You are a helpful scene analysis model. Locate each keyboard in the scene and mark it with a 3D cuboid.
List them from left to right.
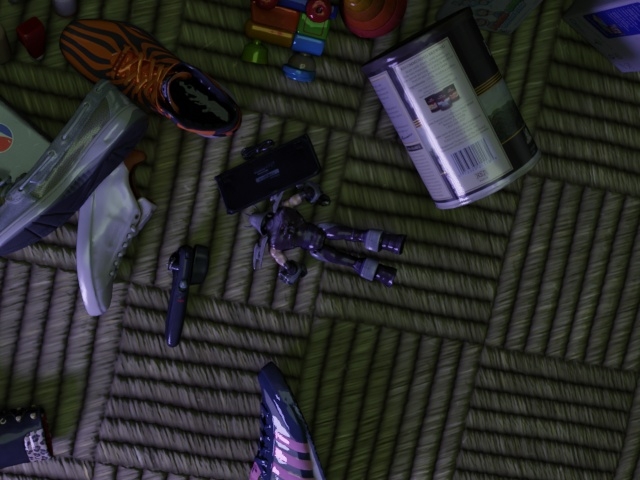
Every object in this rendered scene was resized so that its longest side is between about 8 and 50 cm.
[{"bbox_3d":[-0.094,-0.123,1.386,0.180,0.023,0.108,-24,69,7],"label":"keyboard"}]

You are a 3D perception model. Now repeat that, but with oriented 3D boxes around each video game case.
[{"bbox_3d":[0.289,-0.403,1.368,0.143,0.157,0.019,8,76,-10],"label":"video game case"}]

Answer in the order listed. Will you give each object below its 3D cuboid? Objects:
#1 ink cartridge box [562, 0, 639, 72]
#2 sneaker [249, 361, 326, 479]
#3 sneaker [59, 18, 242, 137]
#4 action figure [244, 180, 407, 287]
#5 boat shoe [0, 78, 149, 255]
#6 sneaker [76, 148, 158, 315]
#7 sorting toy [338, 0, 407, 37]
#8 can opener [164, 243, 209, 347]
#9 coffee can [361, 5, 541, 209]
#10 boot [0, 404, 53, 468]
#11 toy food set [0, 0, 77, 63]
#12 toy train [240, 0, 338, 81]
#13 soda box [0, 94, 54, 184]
[{"bbox_3d":[0.539,-0.353,1.322,0.165,0.333,0.065,38,94,-13],"label":"ink cartridge box"},{"bbox_3d":[-0.076,0.378,1.436,0.131,0.112,0.319,-19,99,-9],"label":"sneaker"},{"bbox_3d":[-0.265,-0.267,1.282,0.321,0.180,0.125,24,93,-11],"label":"sneaker"},{"bbox_3d":[0.000,0.000,1.407,0.285,0.099,0.185,17,102,3],"label":"action figure"},{"bbox_3d":[-0.406,-0.106,1.240,0.103,0.118,0.320,44,89,4],"label":"boat shoe"},{"bbox_3d":[-0.337,-0.015,1.343,0.123,0.106,0.290,4,96,-7],"label":"sneaker"},{"bbox_3d":[0.060,-0.520,1.310,0.127,0.126,0.366,-2,99,19],"label":"sorting toy"},{"bbox_3d":[-0.242,0.095,1.398,0.073,0.059,0.186,13,95,-11],"label":"can opener"},{"bbox_3d":[0.220,-0.219,1.357,0.201,0.201,0.275,-30,102,-4],"label":"coffee can"},{"bbox_3d":[-0.563,0.291,1.362,0.178,0.085,0.236,-12,106,-9],"label":"boot"},{"bbox_3d":[-0.480,-0.358,1.297,0.111,0.104,0.232,46,71,1],"label":"toy food set"},{"bbox_3d":[-0.106,-0.360,1.344,0.248,0.105,0.143,11,109,-10],"label":"toy train"},{"bbox_3d":[-0.549,-0.199,1.292,0.286,0.091,0.098,41,88,-12],"label":"soda box"}]
